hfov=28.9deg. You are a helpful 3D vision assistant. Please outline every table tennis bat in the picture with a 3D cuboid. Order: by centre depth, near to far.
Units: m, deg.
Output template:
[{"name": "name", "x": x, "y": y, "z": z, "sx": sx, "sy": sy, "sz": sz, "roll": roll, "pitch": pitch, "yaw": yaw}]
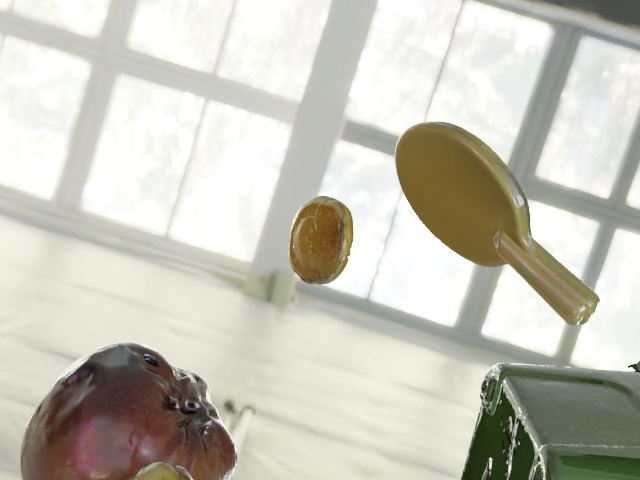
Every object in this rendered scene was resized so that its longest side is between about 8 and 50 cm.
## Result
[{"name": "table tennis bat", "x": 0.208, "y": -0.017, "z": 1.510, "sx": 0.050, "sy": 0.198, "sz": 0.321, "roll": -37, "pitch": -108, "yaw": -29}]

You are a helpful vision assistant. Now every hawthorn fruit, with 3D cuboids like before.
[{"name": "hawthorn fruit", "x": -0.295, "y": 0.315, "z": 1.860, "sx": 0.325, "sy": 0.308, "sz": 0.308, "roll": -20, "pitch": 162, "yaw": 39}]

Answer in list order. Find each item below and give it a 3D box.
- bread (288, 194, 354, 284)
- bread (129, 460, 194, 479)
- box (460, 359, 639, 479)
[{"name": "bread", "x": 0.000, "y": 0.000, "z": 1.420, "sx": 0.024, "sy": 0.110, "sz": 0.110, "roll": 10, "pitch": -169, "yaw": -41}, {"name": "bread", "x": -0.242, "y": 0.383, "z": 1.516, "sx": 0.098, "sy": 0.269, "sz": 0.087, "roll": 37, "pitch": 146, "yaw": 0}, {"name": "box", "x": 0.196, "y": 0.268, "z": 0.982, "sx": 0.178, "sy": 0.328, "sz": 0.253, "roll": 7, "pitch": -164, "yaw": -10}]
